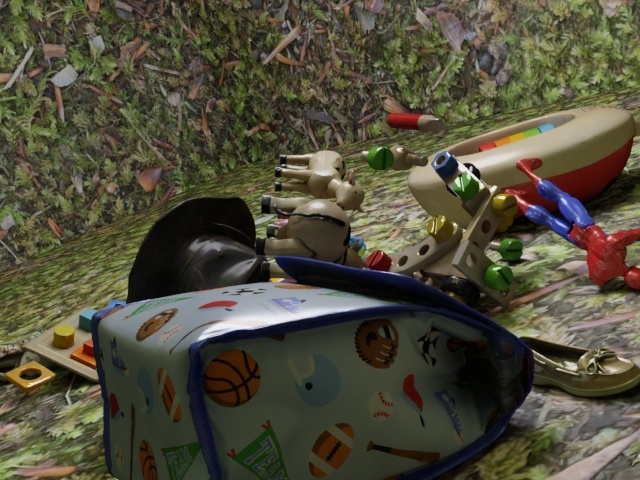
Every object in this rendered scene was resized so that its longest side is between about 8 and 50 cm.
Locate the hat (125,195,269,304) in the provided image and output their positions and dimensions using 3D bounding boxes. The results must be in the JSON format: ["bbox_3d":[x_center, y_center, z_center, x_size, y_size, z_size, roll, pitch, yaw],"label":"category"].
[{"bbox_3d":[-0.169,0.085,1.398,0.133,0.332,0.331,25,34,25],"label":"hat"}]

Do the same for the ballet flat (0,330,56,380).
[{"bbox_3d":[-0.586,0.240,1.695,0.240,0.091,0.077,-16,42,28],"label":"ballet flat"}]

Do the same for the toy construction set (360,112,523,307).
[{"bbox_3d":[0.204,-0.037,1.259,0.257,0.309,0.237,-32,21,-19],"label":"toy construction set"}]

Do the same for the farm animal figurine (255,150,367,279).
[{"bbox_3d":[0.000,0.000,1.348,0.172,0.331,0.327,4,-6,4],"label":"farm animal figurine"}]

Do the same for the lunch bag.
[{"bbox_3d":[-0.014,0.143,0.927,0.385,0.239,0.327,-7,5,-29],"label":"lunch bag"}]

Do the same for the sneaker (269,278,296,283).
[{"bbox_3d":[-0.134,0.090,1.631,0.185,0.084,0.069,-24,14,-24],"label":"sneaker"}]

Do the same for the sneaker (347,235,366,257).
[{"bbox_3d":[0.000,0.029,1.739,0.188,0.067,0.078,-19,18,10],"label":"sneaker"}]

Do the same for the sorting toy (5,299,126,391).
[{"bbox_3d":[-0.428,0.181,1.594,0.195,0.047,0.347,16,26,20],"label":"sorting toy"}]

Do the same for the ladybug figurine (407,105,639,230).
[{"bbox_3d":[0.397,-0.133,1.645,0.449,0.162,0.305,-17,12,11],"label":"ladybug figurine"}]

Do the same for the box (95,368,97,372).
[{"bbox_3d":[-0.242,0.196,1.224,0.091,0.130,0.170,-19,12,1],"label":"box"}]

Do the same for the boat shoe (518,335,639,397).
[{"bbox_3d":[0.279,0.134,0.933,0.056,0.048,0.153,-26,14,-30],"label":"boat shoe"}]

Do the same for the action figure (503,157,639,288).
[{"bbox_3d":[0.402,-0.019,1.239,0.139,0.092,0.280,0,34,-24],"label":"action figure"}]
